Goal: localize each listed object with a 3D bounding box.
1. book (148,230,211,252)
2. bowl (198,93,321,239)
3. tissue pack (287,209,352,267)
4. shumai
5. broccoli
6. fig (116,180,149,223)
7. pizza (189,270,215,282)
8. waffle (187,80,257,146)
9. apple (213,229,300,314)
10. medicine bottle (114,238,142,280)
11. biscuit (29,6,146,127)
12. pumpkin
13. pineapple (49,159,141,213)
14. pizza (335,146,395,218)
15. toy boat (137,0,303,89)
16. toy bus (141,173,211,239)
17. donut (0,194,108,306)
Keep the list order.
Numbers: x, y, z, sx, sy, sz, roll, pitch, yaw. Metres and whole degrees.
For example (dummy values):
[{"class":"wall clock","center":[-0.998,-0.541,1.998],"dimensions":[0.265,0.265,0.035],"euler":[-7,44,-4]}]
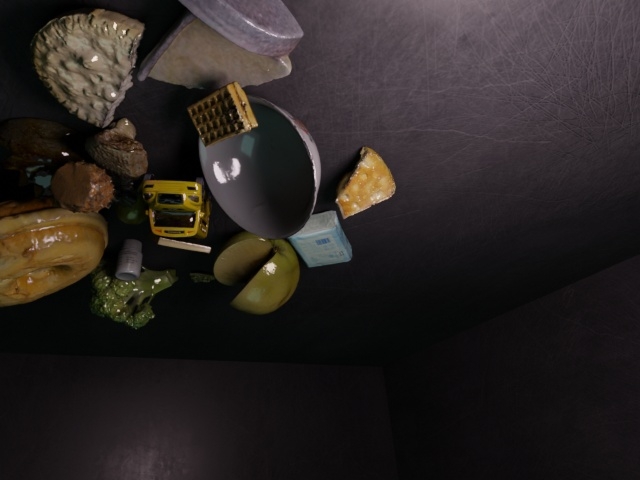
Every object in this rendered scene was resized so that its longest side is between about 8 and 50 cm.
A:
[{"class":"book","center":[-0.460,0.004,1.373],"dimensions":[0.161,0.027,0.230],"euler":[12,180,-30]},{"class":"bowl","center":[-0.114,-0.187,1.019],"dimensions":[0.345,0.346,0.157],"euler":[-36,-178,43]},{"class":"tissue pack","center":[0.000,0.000,1.500],"dimensions":[0.177,0.089,0.263],"euler":[-10,153,12]},{"class":"shumai","center":[-0.466,-0.224,0.999],"dimensions":[0.145,0.116,0.146],"euler":[12,155,6]},{"class":"broccoli","center":[-0.682,0.184,1.550],"dimensions":[0.301,0.254,0.186],"euler":[5,150,-16]},{"class":"fig","center":[-0.527,-0.127,1.232],"dimensions":[0.093,0.093,0.166],"euler":[16,106,-33]},{"class":"pizza","center":[-0.494,0.160,1.772],"dimensions":[0.122,0.027,0.108],"euler":[14,148,-31]},{"class":"waffle","center":[-0.210,-0.265,0.907],"dimensions":[0.147,0.042,0.103],"euler":[-7,112,39]},{"class":"apple","center":[-0.212,0.100,1.448],"dimensions":[0.291,0.292,0.254],"euler":[21,124,-38]},{"class":"medicine bottle","center":[-0.657,0.066,1.470],"dimensions":[0.080,0.131,0.080],"euler":[-4,150,-3]},{"class":"biscuit","center":[-0.459,-0.333,0.831],"dimensions":[0.179,0.084,0.281],"euler":[13,147,-29]},{"class":"pumpkin","center":[-0.634,-0.179,1.036],"dimensions":[0.149,0.131,0.254],"euler":[-17,147,21]},{"class":"pineapple","center":[-0.546,-0.125,1.066],"dimensions":[0.128,0.128,0.248],"euler":[-7,-178,4]},{"class":"pizza","center":[0.110,-0.176,1.223],"dimensions":[0.188,0.081,0.204],"euler":[-30,138,-1]},{"class":"toy boat","center":[-0.180,-0.377,0.798],"dimensions":[0.275,0.111,0.293],"euler":[8,161,-25]},{"class":"toy bus","center":[-0.373,-0.079,1.146],"dimensions":[0.144,0.151,0.331],"euler":[2,177,-9]},{"class":"donut","center":[-0.812,0.031,1.202],"dimensions":[0.448,0.198,0.449],"euler":[-28,170,-5]}]
